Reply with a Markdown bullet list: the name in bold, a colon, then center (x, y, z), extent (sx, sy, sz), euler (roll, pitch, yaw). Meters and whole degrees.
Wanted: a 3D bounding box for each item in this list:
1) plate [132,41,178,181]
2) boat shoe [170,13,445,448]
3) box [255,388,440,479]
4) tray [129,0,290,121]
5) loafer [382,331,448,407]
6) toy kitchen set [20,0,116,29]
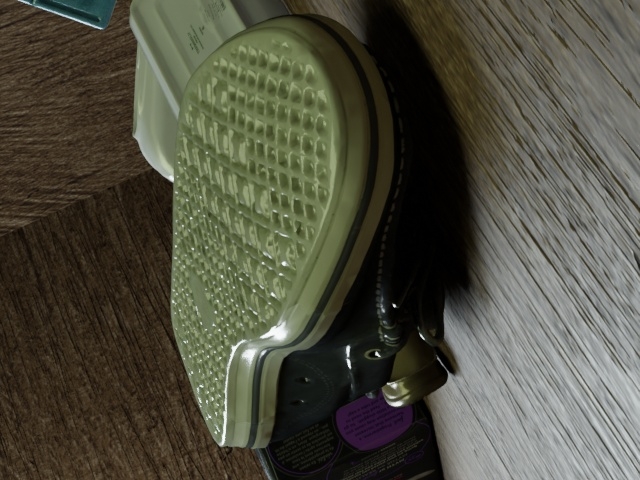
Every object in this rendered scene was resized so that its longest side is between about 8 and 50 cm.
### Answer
- **plate**: center (-0.148, -0.196, 1.674), extent (0.277, 0.045, 0.278), euler (-153, 66, -82)
- **boat shoe**: center (0.000, 0.000, 1.161), extent (0.500, 0.156, 0.187), euler (105, 146, -65)
- **box**: center (0.020, 0.207, 1.833), extent (0.270, 0.165, 0.143), euler (75, 169, -61)
- **tray**: center (-0.090, -0.159, 1.442), extent (0.030, 0.145, 0.270), euler (16, -149, -38)
- **loafer**: center (0.062, 0.091, 1.450), extent (0.050, 0.056, 0.148), euler (60, 177, -17)
- **toy kitchen set**: center (-0.224, -0.281, 1.588), extent (0.166, 0.122, 0.207), euler (-86, 17, -62)
